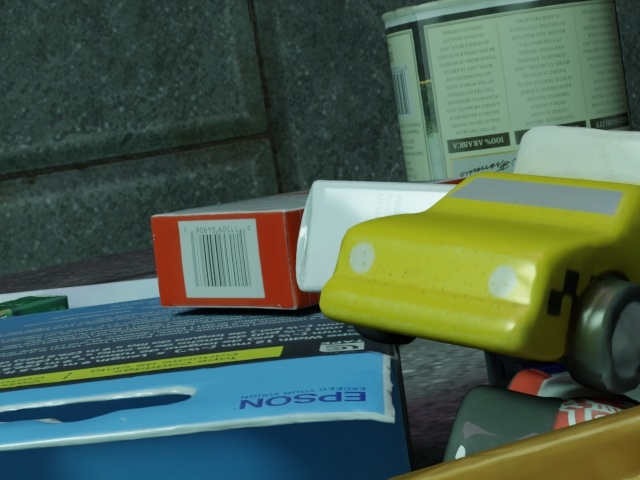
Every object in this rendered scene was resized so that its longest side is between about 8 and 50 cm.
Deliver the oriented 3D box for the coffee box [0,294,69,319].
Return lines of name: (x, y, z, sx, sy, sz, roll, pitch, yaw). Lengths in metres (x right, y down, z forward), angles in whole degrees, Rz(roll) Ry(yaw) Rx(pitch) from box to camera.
coffee box: (-0.228, 0.104, 0.920, 0.040, 0.113, 0.184, -1, 7, 35)

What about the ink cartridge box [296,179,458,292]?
ink cartridge box: (0.133, 0.011, 0.674, 0.232, 0.066, 0.189, 7, -3, 26)

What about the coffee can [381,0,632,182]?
coffee can: (0.170, -0.073, 1.263, 0.202, 0.275, 0.201, -8, 6, 1)

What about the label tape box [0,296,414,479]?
label tape box: (-0.081, 0.101, 0.713, 0.249, 0.115, 0.347, -7, 7, 3)

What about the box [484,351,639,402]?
box: (0.159, 0.078, 0.758, 0.126, 0.072, 0.137, -10, 6, -4)

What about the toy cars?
toy cars: (0.193, 0.025, 0.518, 0.394, 0.087, 0.176, 11, -1, -8)

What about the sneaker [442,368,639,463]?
sneaker: (0.127, 0.103, 0.531, 0.145, 0.090, 0.270, 13, -4, 13)

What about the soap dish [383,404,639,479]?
soap dish: (0.015, 0.105, 0.217, 0.229, 0.118, 0.291, -22, -3, 30)

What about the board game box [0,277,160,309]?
board game box: (-0.136, 0.068, 1.163, 0.319, 0.065, 0.318, -7, -4, 26)

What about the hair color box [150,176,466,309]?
hair color box: (0.000, 0.000, 0.796, 0.093, 0.053, 0.167, -2, 8, 38)
